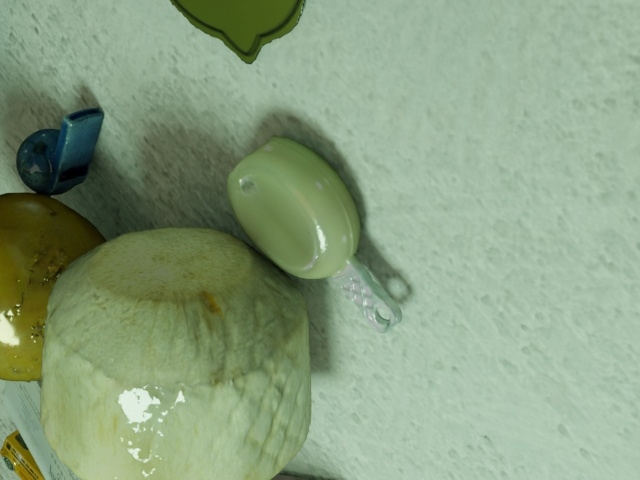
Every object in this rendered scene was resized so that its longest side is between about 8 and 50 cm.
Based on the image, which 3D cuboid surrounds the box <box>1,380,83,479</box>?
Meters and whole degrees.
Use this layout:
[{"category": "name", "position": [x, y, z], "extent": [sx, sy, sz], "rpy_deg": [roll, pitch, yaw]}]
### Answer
[{"category": "box", "position": [-0.313, 0.226, 1.488], "extent": [0.274, 0.116, 0.203], "rpy_deg": [46, 132, 38]}]

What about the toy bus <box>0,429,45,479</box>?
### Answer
[{"category": "toy bus", "position": [-0.464, 0.388, 1.882], "extent": [0.162, 0.069, 0.074], "rpy_deg": [44, 139, 14]}]

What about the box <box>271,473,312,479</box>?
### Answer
[{"category": "box", "position": [-0.092, 0.399, 1.363], "extent": [0.203, 0.251, 0.106], "rpy_deg": [-5, 117, 47]}]

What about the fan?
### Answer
[{"category": "fan", "position": [-0.102, -0.319, 1.023], "extent": [0.229, 0.011, 0.335], "rpy_deg": [13, 128, 40]}]

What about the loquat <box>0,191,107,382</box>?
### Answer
[{"category": "loquat", "position": [-0.356, 0.055, 1.341], "extent": [0.235, 0.235, 0.235], "rpy_deg": [26, 134, 30]}]

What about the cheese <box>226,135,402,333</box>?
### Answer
[{"category": "cheese", "position": [0.000, 0.000, 1.119], "extent": [0.227, 0.064, 0.137], "rpy_deg": [49, 143, 4]}]

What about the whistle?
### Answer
[{"category": "whistle", "position": [-0.323, -0.110, 1.355], "extent": [0.090, 0.090, 0.158], "rpy_deg": [38, 127, 19]}]

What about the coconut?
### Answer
[{"category": "coconut", "position": [-0.159, 0.150, 1.214], "extent": [0.329, 0.329, 0.329], "rpy_deg": [26, 134, 30]}]
